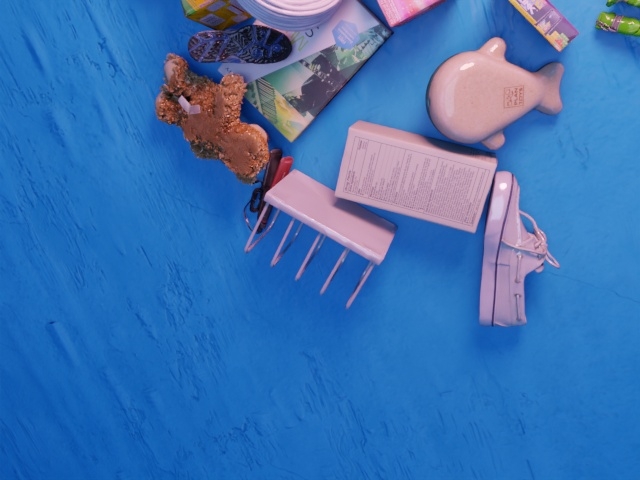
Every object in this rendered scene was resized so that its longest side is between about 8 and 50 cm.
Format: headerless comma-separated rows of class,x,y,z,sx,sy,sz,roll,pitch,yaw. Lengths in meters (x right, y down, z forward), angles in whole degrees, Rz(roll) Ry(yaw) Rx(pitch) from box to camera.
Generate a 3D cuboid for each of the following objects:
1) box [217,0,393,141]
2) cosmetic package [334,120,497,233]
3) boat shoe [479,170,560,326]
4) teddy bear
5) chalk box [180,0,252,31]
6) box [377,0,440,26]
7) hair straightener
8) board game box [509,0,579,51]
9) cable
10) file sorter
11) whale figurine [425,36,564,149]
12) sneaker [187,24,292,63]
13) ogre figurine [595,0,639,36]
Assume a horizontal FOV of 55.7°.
box,-0.038,-0.402,1.292,0.232,0.058,0.322,44,117,-3
cosmetic package,0.202,-0.140,1.295,0.310,0.113,0.160,17,114,10
boat shoe,0.425,0.031,1.285,0.157,0.136,0.366,4,114,15
teddy bear,-0.239,-0.275,1.360,0.338,0.113,0.244,26,122,22
chalk box,-0.212,-0.559,1.223,0.132,0.132,0.212,-15,88,25
box,0.135,-0.566,1.125,0.142,0.154,0.299,-24,103,20
hair straightener,-0.133,-0.116,1.444,0.089,0.047,0.230,40,127,31
board game box,0.394,-0.428,1.113,0.170,0.141,0.048,44,116,-4
cable,-0.061,-0.523,1.125,0.257,0.089,0.257,-35,94,-20
file sorter,0.000,0.000,1.364,0.278,0.193,0.173,29,118,4
whale figurine,0.341,-0.292,1.205,0.272,0.141,0.216,-10,109,-7
sneaker,-0.164,-0.409,1.259,0.211,0.081,0.080,2,110,-3
ogre figurine,0.603,-0.445,1.078,0.118,0.097,0.197,43,101,17
